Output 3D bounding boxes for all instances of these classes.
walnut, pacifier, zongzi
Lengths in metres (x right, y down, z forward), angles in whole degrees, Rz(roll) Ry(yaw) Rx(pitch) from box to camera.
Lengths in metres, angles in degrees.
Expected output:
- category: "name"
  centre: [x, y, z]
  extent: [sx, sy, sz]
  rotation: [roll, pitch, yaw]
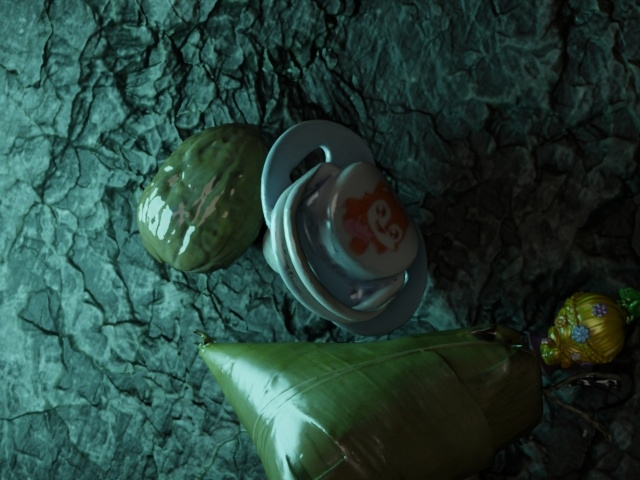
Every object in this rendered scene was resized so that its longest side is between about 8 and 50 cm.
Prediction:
- category: "walnut"
  centre: [-0.148, -0.061, 1.700]
  extent: [0.178, 0.178, 0.230]
  rotation: [31, 86, 16]
- category: "pacifier"
  centre: [0.000, 0.000, 1.635]
  extent: [0.233, 0.244, 0.299]
  rotation: [-17, 110, 54]
- category: "zongzi"
  centre: [0.098, 0.154, 1.535]
  extent: [0.447, 0.181, 0.418]
  rotation: [-27, 41, -12]

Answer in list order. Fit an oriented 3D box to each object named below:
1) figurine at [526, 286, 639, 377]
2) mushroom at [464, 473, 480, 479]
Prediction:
- category: "figurine"
  centre: [0.339, 0.114, 1.564]
  extent: [0.156, 0.115, 0.095]
  rotation: [-26, 90, 12]
- category: "mushroom"
  centre: [0.104, 0.363, 1.583]
  extent: [0.195, 0.189, 0.254]
  rotation: [-3, 78, 16]
